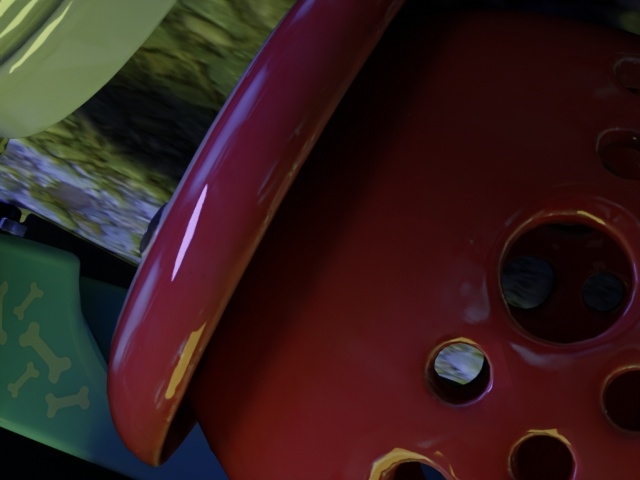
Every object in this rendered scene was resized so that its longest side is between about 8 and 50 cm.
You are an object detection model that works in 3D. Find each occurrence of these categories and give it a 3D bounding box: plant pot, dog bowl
[{"bbox_3d":[0.046,0.020,0.569,0.174,0.191,0.191,29,165,5],"label":"plant pot"},{"bbox_3d":[-0.022,0.077,0.780,0.297,0.074,0.166,15,170,33],"label":"dog bowl"}]

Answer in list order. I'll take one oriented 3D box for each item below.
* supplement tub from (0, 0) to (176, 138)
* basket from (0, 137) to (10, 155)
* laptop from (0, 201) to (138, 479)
[{"bbox_3d":[-0.118,-0.120,0.395,0.200,0.144,0.144,30,163,-27],"label":"supplement tub"},{"bbox_3d":[-0.298,-0.030,0.729,0.328,0.266,0.331,25,166,-10],"label":"basket"},{"bbox_3d":[-0.210,0.103,1.094,0.264,0.234,0.136,13,161,29],"label":"laptop"}]
